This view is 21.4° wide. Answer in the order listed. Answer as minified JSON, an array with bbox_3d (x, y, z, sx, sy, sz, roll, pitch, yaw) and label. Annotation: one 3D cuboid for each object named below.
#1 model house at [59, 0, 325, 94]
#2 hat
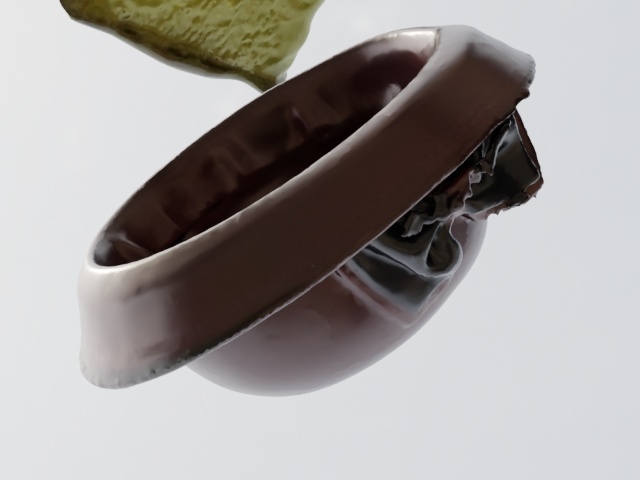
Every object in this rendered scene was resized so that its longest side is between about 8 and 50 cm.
[{"bbox_3d":[-0.058,-0.251,1.198,0.193,0.234,0.175,20,-134,-23],"label":"model house"},{"bbox_3d":[0.000,0.000,0.624,0.205,0.205,0.089,-42,-73,-27],"label":"hat"}]
